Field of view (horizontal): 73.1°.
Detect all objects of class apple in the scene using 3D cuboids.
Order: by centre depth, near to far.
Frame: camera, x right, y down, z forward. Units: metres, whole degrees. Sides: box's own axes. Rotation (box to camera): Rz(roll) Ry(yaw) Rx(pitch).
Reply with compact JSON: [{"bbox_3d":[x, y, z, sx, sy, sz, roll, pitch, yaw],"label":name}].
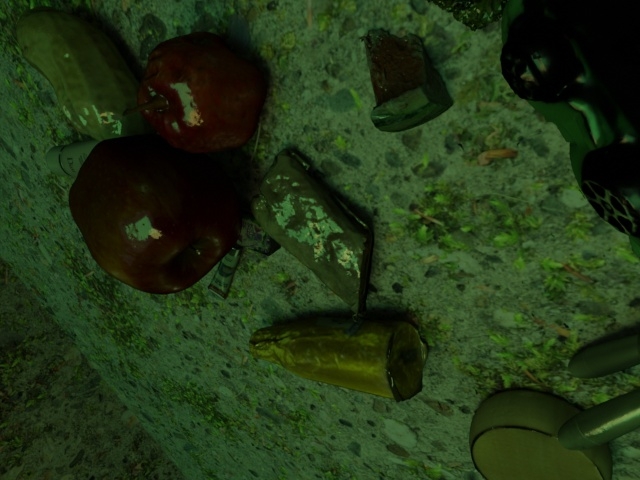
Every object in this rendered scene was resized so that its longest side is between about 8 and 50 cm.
[{"bbox_3d":[-0.308,-0.053,0.827,0.316,0.288,0.288,39,136,24],"label":"apple"}]

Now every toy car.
[{"bbox_3d":[0.344,-0.140,0.447,0.213,0.176,0.359,-37,88,12],"label":"toy car"}]

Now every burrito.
[{"bbox_3d":[0.007,-0.005,0.824,0.348,0.107,0.175,48,135,0],"label":"burrito"}]

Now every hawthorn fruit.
[{"bbox_3d":[-0.220,-0.238,0.718,0.207,0.243,0.208,16,121,28],"label":"hawthorn fruit"}]

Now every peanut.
[{"bbox_3d":[-0.470,-0.334,0.890,0.174,0.158,0.340,-22,100,41],"label":"peanut"}]

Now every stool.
[{"bbox_3d":[0.479,0.231,0.610,0.195,0.195,0.199,34,138,9],"label":"stool"}]

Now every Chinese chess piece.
[{"bbox_3d":[0.417,0.409,0.836,0.249,0.103,0.250,17,128,23],"label":"Chinese chess piece"}]

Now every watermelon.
[{"bbox_3d":[0.128,-0.226,0.630,0.097,0.121,0.159,-20,64,26],"label":"watermelon"}]

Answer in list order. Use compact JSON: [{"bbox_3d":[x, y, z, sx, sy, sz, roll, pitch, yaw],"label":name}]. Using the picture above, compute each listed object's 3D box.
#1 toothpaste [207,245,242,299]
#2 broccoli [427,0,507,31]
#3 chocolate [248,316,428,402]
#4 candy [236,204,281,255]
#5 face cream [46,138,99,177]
[{"bbox_3d":[-0.242,0.077,1.101,0.062,0.039,0.239,33,136,1],"label":"toothpaste"},{"bbox_3d":[0.181,-0.319,0.474,0.161,0.138,0.146,11,131,-24],"label":"broccoli"},{"bbox_3d":[0.004,0.249,0.968,0.444,0.162,0.162,-5,117,38],"label":"chocolate"},{"bbox_3d":[-0.227,-0.050,0.983,0.312,0.061,0.088,18,127,23],"label":"candy"},{"bbox_3d":[-0.556,-0.205,1.097,0.313,0.089,0.143,3,123,21],"label":"face cream"}]
